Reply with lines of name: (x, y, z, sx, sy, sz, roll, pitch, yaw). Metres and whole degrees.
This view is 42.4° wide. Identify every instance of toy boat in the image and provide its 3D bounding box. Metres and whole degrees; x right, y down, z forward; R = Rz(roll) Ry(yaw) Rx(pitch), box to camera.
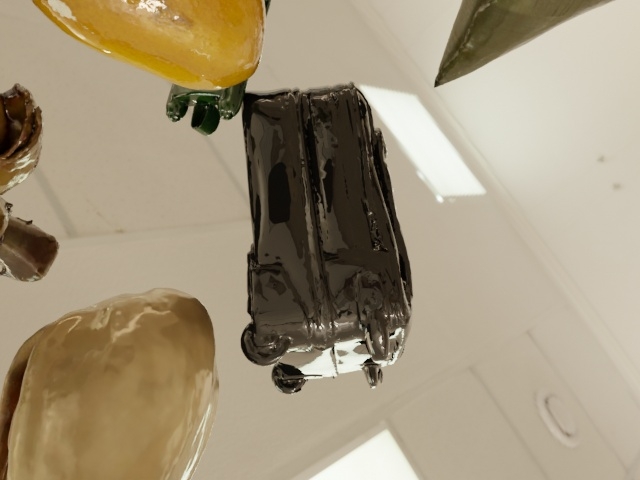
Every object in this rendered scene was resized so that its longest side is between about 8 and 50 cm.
toy boat: (-0.107, -0.216, 0.905, 0.052, 0.104, 0.210, 36, -118, -49)

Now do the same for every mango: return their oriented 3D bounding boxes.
mango: (-0.124, -0.195, 0.604, 0.219, 0.145, 0.112, 37, -177, -35)

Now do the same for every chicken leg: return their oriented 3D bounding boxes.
chicken leg: (-0.365, -0.060, 0.803, 0.409, 0.295, 0.182, 54, -152, -55)

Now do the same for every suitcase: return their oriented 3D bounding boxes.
suitcase: (0.000, 0.000, 0.990, 0.345, 0.188, 0.339, 74, -172, -73)

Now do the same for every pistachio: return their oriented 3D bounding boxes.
pistachio: (-0.205, 0.184, 0.794, 0.214, 0.193, 0.318, 33, -123, -28)

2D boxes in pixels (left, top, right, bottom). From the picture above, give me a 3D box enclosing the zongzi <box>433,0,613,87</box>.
zongzi: (0.341, -0.300, 0.883, 0.356, 0.393, 0.174, 14, -144, -3)
